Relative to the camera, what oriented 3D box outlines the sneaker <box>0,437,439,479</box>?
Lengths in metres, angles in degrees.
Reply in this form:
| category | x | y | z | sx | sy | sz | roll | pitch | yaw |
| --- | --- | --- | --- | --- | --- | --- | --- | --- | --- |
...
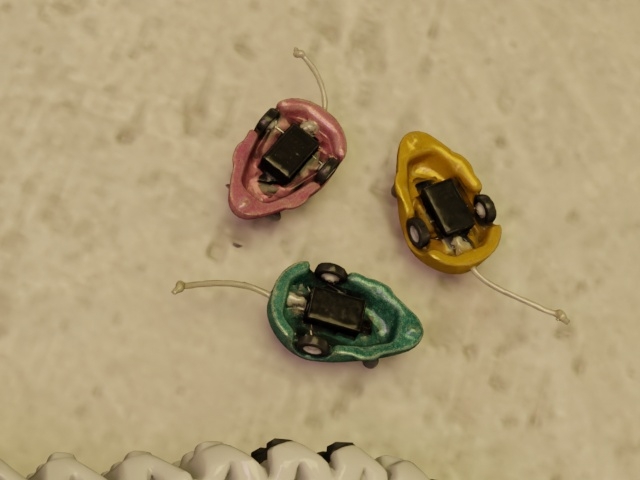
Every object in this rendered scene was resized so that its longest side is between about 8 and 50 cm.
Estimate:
| category | x | y | z | sx | sy | sz | roll | pitch | yaw |
| --- | --- | --- | --- | --- | --- | --- | --- | --- | --- |
| sneaker | -0.071 | 0.130 | 0.587 | 0.292 | 0.110 | 0.118 | 2 | 69 | -16 |

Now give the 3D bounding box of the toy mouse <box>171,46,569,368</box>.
| category | x | y | z | sx | sy | sz | roll | pitch | yaw |
| --- | --- | --- | --- | --- | --- | --- | --- | --- | --- |
| toy mouse | 0.000 | 0.000 | 0.705 | 0.143 | 0.031 | 0.161 | -25 | 76 | -23 |
